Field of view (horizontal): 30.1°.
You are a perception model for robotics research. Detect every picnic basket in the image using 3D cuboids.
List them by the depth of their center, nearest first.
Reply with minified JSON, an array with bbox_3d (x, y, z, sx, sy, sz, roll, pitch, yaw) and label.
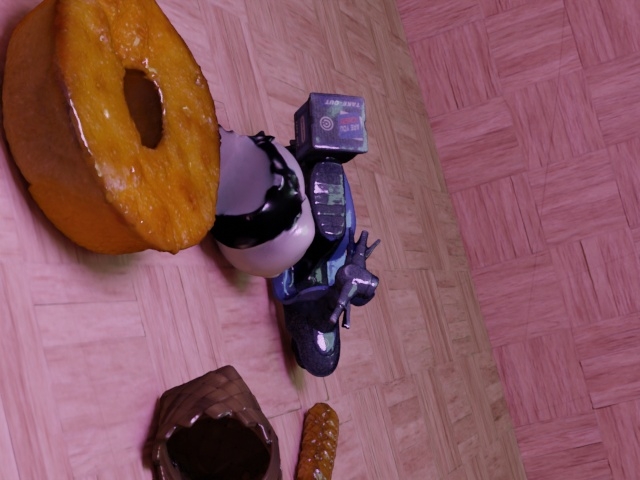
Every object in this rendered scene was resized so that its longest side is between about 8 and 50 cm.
[{"bbox_3d":[-0.099,0.227,1.183,0.137,0.128,0.178,62,4,-25],"label":"picnic basket"}]

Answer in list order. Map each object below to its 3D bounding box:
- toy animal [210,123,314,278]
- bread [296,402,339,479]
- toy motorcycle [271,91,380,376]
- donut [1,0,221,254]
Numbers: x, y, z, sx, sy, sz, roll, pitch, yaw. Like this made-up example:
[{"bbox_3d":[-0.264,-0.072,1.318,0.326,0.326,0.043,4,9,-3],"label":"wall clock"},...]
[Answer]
[{"bbox_3d":[-0.079,-0.045,1.476,0.166,0.138,0.179,64,2,38],"label":"toy animal"},{"bbox_3d":[-0.003,0.277,1.573,0.052,0.044,0.157,58,22,-26],"label":"bread"},{"bbox_3d":[0.000,0.000,1.599,0.212,0.125,0.358,144,-56,-62],"label":"toy motorcycle"},{"bbox_3d":[-0.213,-0.122,1.199,0.303,0.110,0.302,-16,90,-70],"label":"donut"}]
